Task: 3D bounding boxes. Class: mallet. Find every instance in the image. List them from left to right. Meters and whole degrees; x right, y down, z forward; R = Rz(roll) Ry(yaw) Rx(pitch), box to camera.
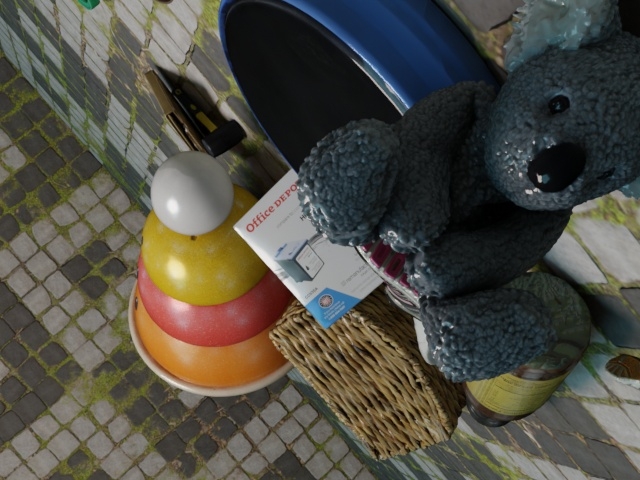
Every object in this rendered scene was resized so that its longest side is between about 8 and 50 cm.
[{"bbox_3d":[-0.202,-0.197,1.351,0.190,0.062,0.039,37,161,36],"label":"mallet"}]

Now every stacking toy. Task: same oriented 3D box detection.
[{"bbox_3d":[-0.173,0.010,1.317,0.350,0.350,0.480,41,157,23],"label":"stacking toy"}]

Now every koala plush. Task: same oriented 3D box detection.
[{"bbox_3d":[0.136,-0.060,0.551,0.196,0.203,0.221,47,122,-6],"label":"koala plush"}]

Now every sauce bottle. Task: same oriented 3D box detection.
[{"bbox_3d":[0.219,0.144,0.949,0.111,0.111,0.344,43,165,18],"label":"sauce bottle"}]

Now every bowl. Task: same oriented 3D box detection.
[{"bbox_3d":[0.043,-0.119,0.841,0.391,0.077,0.391,43,165,15],"label":"bowl"}]

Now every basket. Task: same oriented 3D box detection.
[{"bbox_3d":[0.112,0.157,1.313,0.299,0.223,0.213,50,132,-7],"label":"basket"}]

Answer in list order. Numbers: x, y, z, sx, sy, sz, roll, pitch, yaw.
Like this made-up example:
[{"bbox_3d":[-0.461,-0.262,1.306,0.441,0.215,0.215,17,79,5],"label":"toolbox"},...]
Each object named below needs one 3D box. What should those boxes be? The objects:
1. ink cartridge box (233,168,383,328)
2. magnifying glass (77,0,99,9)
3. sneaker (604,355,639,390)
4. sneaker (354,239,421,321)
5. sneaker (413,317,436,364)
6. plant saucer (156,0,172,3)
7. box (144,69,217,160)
[{"bbox_3d":[0.000,0.000,1.113,0.190,0.139,0.082,47,-156,0],"label":"ink cartridge box"},{"bbox_3d":[-0.464,-0.492,1.409,0.231,0.026,0.092,51,165,-10],"label":"magnifying glass"},{"bbox_3d":[0.318,0.141,0.814,0.037,0.032,0.083,55,164,-23],"label":"sneaker"},{"bbox_3d":[0.081,0.029,0.834,0.170,0.063,0.075,44,159,-6],"label":"sneaker"},{"bbox_3d":[0.146,0.079,1.087,0.094,0.080,0.212,51,163,38],"label":"sneaker"},{"bbox_3d":[-0.233,-0.386,1.014,0.198,0.036,0.198,43,165,15],"label":"plant saucer"},{"bbox_3d":[-0.227,-0.191,1.394,0.164,0.021,0.201,55,180,-36],"label":"box"}]
